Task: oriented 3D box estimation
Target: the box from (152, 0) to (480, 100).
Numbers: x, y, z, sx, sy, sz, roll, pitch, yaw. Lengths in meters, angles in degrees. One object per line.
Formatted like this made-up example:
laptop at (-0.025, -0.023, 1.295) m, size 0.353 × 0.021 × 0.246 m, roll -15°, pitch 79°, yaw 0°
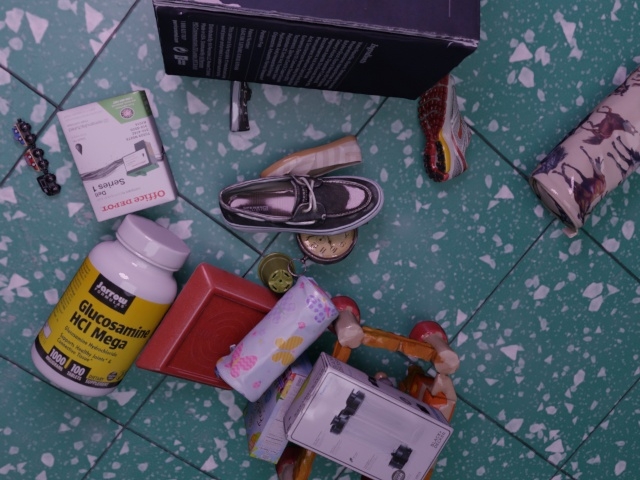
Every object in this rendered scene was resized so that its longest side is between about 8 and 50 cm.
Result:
box at (-0.010, -0.518, 1.020) m, size 0.472 × 0.297 × 0.479 m, roll 3°, pitch 85°, yaw -10°

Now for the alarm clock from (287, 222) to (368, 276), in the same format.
alarm clock at (0.000, 0.000, 1.321) m, size 0.129 × 0.064 × 0.192 m, roll 41°, pitch 76°, yaw 5°

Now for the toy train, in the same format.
toy train at (-0.555, -0.160, 1.216) m, size 0.036 × 0.027 × 0.158 m, roll -18°, pitch 108°, yaw 6°

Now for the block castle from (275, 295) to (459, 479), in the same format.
block castle at (0.100, 0.374, 1.389) m, size 0.303 × 0.213 × 0.453 m, roll 16°, pitch 98°, yaw -9°

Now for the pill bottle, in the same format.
pill bottle at (-0.404, 0.123, 1.233) m, size 0.188 × 0.188 × 0.333 m, roll 31°, pitch 97°, yaw -17°

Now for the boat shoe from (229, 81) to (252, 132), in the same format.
boat shoe at (-0.158, -0.287, 1.249) m, size 0.040 × 0.049 × 0.142 m, roll 0°, pitch 111°, yaw -17°

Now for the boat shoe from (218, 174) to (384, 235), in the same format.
boat shoe at (-0.040, -0.071, 1.243) m, size 0.335 × 0.119 × 0.121 m, roll -8°, pitch 76°, yaw 3°

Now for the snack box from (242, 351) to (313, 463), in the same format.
snack box at (-0.092, 0.344, 1.357) m, size 0.070 × 0.174 × 0.207 m, roll 22°, pitch 99°, yaw -17°

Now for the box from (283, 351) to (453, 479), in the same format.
box at (0.091, 0.361, 1.232) m, size 0.290 × 0.087 × 0.169 m, roll 27°, pitch 97°, yaw -11°

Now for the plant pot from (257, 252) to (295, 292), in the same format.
plant pot at (-0.089, 0.075, 1.338) m, size 0.083 × 0.079 × 0.083 m, roll -3°, pitch 104°, yaw -10°

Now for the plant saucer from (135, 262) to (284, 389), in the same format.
plant saucer at (-0.210, 0.200, 1.310) m, size 0.258 × 0.048 × 0.259 m, roll 28°, pitch 99°, yaw -42°

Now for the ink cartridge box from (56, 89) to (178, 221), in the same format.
ink cartridge box at (-0.386, -0.163, 1.211) m, size 0.160 × 0.092 × 0.219 m, roll -18°, pitch 107°, yaw -5°

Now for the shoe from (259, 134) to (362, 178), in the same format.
shoe at (-0.017, -0.155, 1.288) m, size 0.219 × 0.076 × 0.058 m, roll -21°, pitch 85°, yaw -7°

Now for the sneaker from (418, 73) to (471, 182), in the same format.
sneaker at (0.269, -0.241, 1.332) m, size 0.093 × 0.088 × 0.225 m, roll -13°, pitch 108°, yaw -28°

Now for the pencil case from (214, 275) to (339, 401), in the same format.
pencil case at (-0.087, 0.198, 1.273) m, size 0.273 × 0.124 × 0.113 m, roll -45°, pitch 117°, yaw -3°

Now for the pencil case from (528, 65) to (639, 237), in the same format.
pencil case at (0.640, -0.202, 1.362) m, size 0.410 × 0.160 × 0.183 m, roll -44°, pitch 93°, yaw 2°
